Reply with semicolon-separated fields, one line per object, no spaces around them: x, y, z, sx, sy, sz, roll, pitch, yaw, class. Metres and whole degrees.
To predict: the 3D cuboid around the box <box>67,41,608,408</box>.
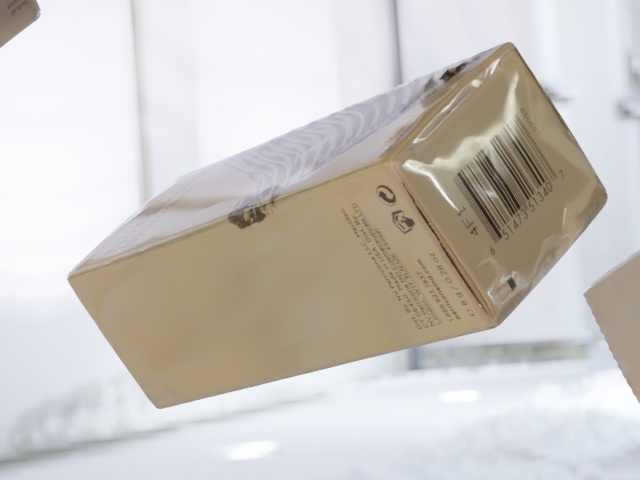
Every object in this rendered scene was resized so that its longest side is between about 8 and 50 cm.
0.000;0.000;0.962;0.275;0.094;0.113;-18;20;49;box

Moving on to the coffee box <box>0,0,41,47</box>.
-0.250;-0.193;0.921;0.141;0.246;0.098;1;32;33;coffee box

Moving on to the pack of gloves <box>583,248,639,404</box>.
0.245;0.058;0.984;0.046;0.195;0.232;-15;-19;-29;pack of gloves
